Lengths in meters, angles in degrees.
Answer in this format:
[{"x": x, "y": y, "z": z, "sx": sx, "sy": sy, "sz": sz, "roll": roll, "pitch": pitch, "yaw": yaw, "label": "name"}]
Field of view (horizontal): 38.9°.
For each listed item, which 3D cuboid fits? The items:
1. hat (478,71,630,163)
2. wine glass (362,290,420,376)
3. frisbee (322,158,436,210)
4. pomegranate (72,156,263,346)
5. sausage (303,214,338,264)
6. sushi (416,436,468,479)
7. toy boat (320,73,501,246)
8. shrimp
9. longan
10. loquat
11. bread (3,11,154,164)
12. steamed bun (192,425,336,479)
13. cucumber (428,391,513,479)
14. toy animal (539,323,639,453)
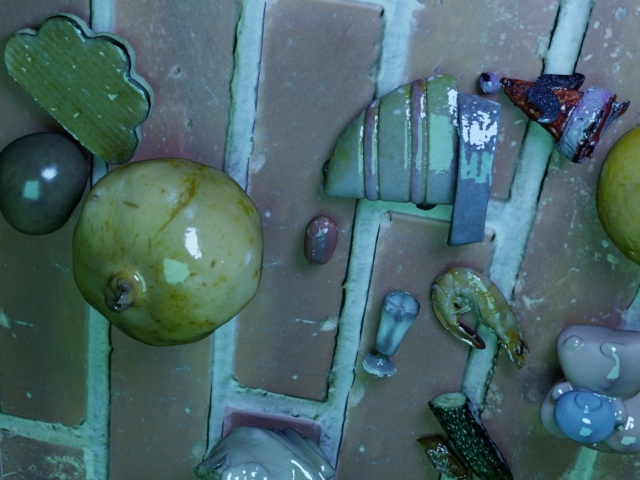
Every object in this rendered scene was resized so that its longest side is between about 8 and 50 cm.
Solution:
[{"x": 0.360, "y": -0.220, "z": 1.435, "sx": 0.227, "sy": 0.129, "sz": 0.140, "roll": 29, "pitch": 77, "yaw": 13, "label": "hat"}, {"x": 0.131, "y": 0.174, "z": 1.680, "sx": 0.072, "sy": 0.072, "sz": 0.155, "roll": 18, "pitch": 119, "yaw": 0, "label": "wine glass"}, {"x": 0.114, "y": -0.149, "z": 1.548, "sx": 0.211, "sy": 0.012, "sz": 0.187, "roll": 11, "pitch": 118, "yaw": 3, "label": "frisbee"}, {"x": -0.267, "y": 0.024, "z": 1.518, "sx": 0.343, "sy": 0.342, "sz": 0.342, "roll": 4, "pitch": 117, "yaw": 7, "label": "pomegranate"}, {"x": 0.000, "y": 0.000, "z": 1.620, "sx": 0.059, "sy": 0.054, "sz": 0.094, "roll": 13, "pitch": 119, "yaw": 3, "label": "sausage"}, {"x": 0.244, "y": 0.437, "z": 1.808, "sx": 0.055, "sy": 0.052, "sz": 0.120, "roll": -38, "pitch": 108, "yaw": 8, "label": "sushi"}, {"x": 0.169, "y": -0.137, "z": 1.480, "sx": 0.294, "sy": 0.111, "sz": 0.276, "roll": 21, "pitch": 119, "yaw": 2, "label": "toy boat"}, {"x": 0.289, "y": 0.148, "z": 1.649, "sx": 0.133, "sy": 0.053, "sz": 0.236, "roll": -35, "pitch": 104, "yaw": 21, "label": "shrimp"}, {"x": -0.491, "y": -0.099, "z": 1.584, "sx": 0.168, "sy": 0.167, "sz": 0.187, "roll": 12, "pitch": 114, "yaw": 3, "label": "longan"}, {"x": 0.561, "y": -0.069, "z": 1.399, "sx": 0.263, "sy": 0.263, "sz": 0.263, "roll": 4, "pitch": 117, "yaw": 7, "label": "loquat"}, {"x": -0.390, "y": -0.271, "z": 1.542, "sx": 0.207, "sy": 0.056, "sz": 0.286, "roll": -34, "pitch": 107, "yaw": 26, "label": "bread"}, {"x": -0.081, "y": 0.490, "z": 1.785, "sx": 0.347, "sy": 0.237, "sz": 0.394, "roll": 10, "pitch": 152, "yaw": 28, "label": "steamed bun"}, {"x": 0.298, "y": 0.395, "z": 1.765, "sx": 0.077, "sy": 0.077, "sz": 0.265, "roll": -23, "pitch": 112, "yaw": 19, "label": "cucumber"}, {"x": 0.498, "y": 0.259, "z": 1.607, "sx": 0.210, "sy": 0.229, "sz": 0.221, "roll": 8, "pitch": 78, "yaw": 35, "label": "toy animal"}]
